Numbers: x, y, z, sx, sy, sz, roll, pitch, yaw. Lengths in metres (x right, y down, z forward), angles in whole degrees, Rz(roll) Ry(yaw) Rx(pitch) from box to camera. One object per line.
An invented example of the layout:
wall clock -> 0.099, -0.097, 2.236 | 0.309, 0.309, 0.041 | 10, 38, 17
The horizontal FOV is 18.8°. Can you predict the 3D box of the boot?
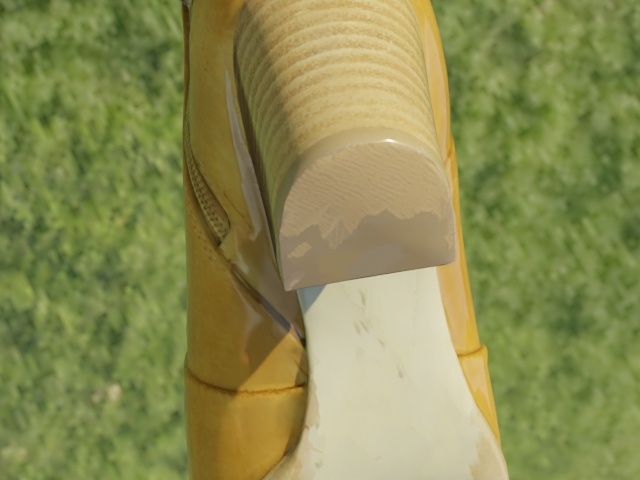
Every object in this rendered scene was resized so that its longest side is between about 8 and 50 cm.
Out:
boot -> -0.001, 0.000, 0.674 | 0.104, 0.211, 0.295 | -4, 133, -6
